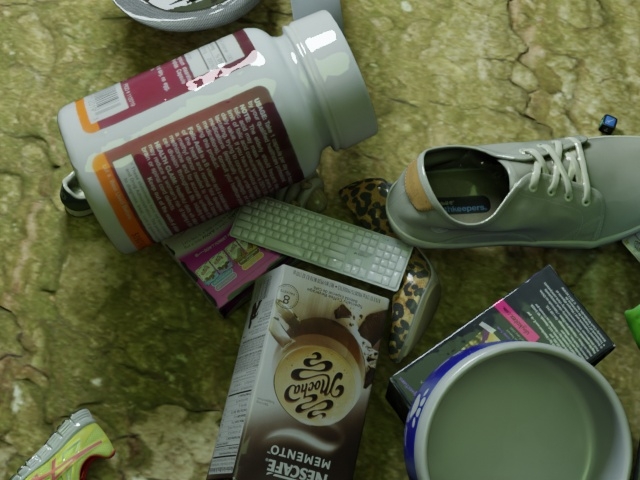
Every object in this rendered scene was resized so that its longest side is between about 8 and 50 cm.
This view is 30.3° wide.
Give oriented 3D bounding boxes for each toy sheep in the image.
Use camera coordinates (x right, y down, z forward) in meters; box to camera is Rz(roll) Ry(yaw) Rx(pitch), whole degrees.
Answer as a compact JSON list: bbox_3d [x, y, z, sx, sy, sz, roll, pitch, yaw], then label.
[{"bbox_3d":[-0.044,-0.080,1.744,0.132,0.091,0.091,36,76,20],"label":"toy sheep"}]

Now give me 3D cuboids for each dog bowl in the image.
[{"bbox_3d":[0.239,0.254,1.448,0.265,0.104,0.264,0,88,-9],"label":"dog bowl"}]

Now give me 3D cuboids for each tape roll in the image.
[{"bbox_3d":[-0.010,-0.364,1.771,0.072,0.219,0.219,-8,71,1],"label":"tape roll"}]

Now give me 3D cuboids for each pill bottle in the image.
[{"bbox_3d":[-0.137,-0.155,1.618,0.392,0.224,0.224,-23,72,-2],"label":"pill bottle"}]

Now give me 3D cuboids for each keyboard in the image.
[{"bbox_3d":[0.000,0.000,1.669,0.256,0.014,0.072,18,72,12],"label":"keyboard"}]

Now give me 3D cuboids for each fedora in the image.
[{"bbox_3d":[-0.208,-0.409,1.842,0.275,0.124,0.243,-27,74,-16],"label":"fedora"}]

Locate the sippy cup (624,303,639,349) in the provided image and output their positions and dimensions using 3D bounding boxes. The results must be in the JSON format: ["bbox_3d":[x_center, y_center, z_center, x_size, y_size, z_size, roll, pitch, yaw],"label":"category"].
[{"bbox_3d":[0.579,0.066,1.599,0.306,0.224,0.240,15,73,7],"label":"sippy cup"}]

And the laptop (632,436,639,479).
[{"bbox_3d":[0.565,0.349,1.491,0.382,0.407,0.236,13,41,7],"label":"laptop"}]

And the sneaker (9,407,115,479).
[{"bbox_3d":[-0.367,0.334,1.619,0.094,0.081,0.208,42,82,3],"label":"sneaker"}]

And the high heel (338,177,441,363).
[{"bbox_3d":[0.084,0.039,1.709,0.186,0.093,0.261,14,74,18],"label":"high heel"}]

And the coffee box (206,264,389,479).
[{"bbox_3d":[-0.029,0.204,1.600,0.168,0.119,0.297,19,71,-19],"label":"coffee box"}]

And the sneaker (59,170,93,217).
[{"bbox_3d":[-0.301,-0.101,1.759,0.192,0.086,0.064,-28,72,-8],"label":"sneaker"}]

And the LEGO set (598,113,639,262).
[{"bbox_3d":[0.469,-0.070,1.757,0.182,0.060,0.244,-34,74,-22],"label":"LEGO set"}]

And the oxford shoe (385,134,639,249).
[{"bbox_3d":[0.315,-0.077,1.646,0.450,0.130,0.169,-6,63,-11],"label":"oxford shoe"}]

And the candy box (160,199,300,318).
[{"bbox_3d":[-0.155,-0.024,1.736,0.159,0.071,0.233,-37,75,-10],"label":"candy box"}]

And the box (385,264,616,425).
[{"bbox_3d":[0.238,0.180,1.602,0.270,0.165,0.143,-34,75,-8],"label":"box"}]
